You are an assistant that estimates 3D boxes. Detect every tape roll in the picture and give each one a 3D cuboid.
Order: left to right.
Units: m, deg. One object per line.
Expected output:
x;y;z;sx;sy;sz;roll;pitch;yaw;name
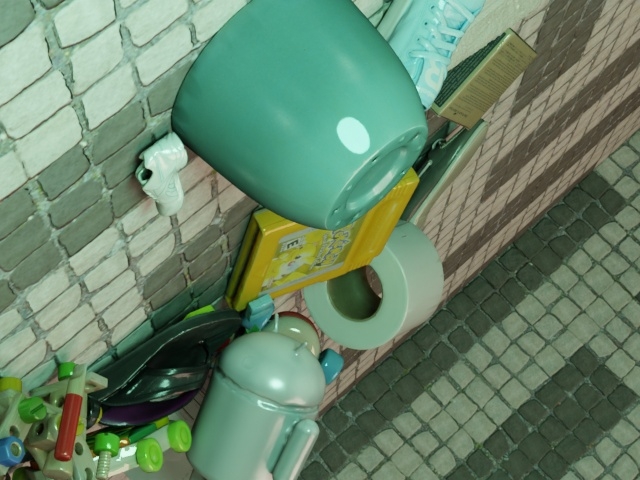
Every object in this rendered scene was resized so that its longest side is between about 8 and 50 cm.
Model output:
0.108;0.085;2.435;0.246;0.246;0.169;-53;162;27;tape roll

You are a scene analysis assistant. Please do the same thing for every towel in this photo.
0.268;-0.389;1.913;0.282;0.049;0.187;-38;149;-23;towel

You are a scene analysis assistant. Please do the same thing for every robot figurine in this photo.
-0.114;0.311;2.122;0.199;0.300;0.354;10;107;-45;robot figurine

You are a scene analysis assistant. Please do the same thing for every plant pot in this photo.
-0.005;-0.156;1.536;0.293;0.235;0.293;-40;164;-15;plant pot

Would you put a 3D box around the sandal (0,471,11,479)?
-0.617;0.488;1.940;0.303;0.086;0.120;-57;161;-12;sandal

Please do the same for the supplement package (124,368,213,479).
-0.246;0.410;2.456;0.199;0.198;0.262;-53;162;26;supplement package

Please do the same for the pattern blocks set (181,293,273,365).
-0.240;0.202;2.163;0.324;0.026;0.285;-18;152;-35;pattern blocks set

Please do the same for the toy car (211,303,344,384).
-0.094;0.211;2.437;0.210;0.219;0.238;-49;-167;12;toy car

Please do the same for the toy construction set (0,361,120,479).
-0.390;0.253;1.724;0.309;0.257;0.237;-38;-141;46;toy construction set

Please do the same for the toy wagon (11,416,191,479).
-0.360;0.364;2.079;0.267;0.068;0.344;-15;-178;19;toy wagon

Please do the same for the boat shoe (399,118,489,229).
0.220;-0.132;2.490;0.335;0.095;0.112;-55;165;17;boat shoe

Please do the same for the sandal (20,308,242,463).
-0.307;0.261;1.999;0.445;0.107;0.168;-30;160;-23;sandal

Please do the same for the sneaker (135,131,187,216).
-0.213;-0.080;1.559;0.061;0.054;0.152;-27;153;-24;sneaker

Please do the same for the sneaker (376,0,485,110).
0.151;-0.264;1.752;0.135;0.150;0.366;19;118;-43;sneaker

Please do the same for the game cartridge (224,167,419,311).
0.000;0.000;2.149;0.323;0.053;0.285;-17;154;-25;game cartridge

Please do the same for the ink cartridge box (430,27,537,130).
0.277;-0.307;2.144;0.193;0.088;0.234;-47;165;13;ink cartridge box
